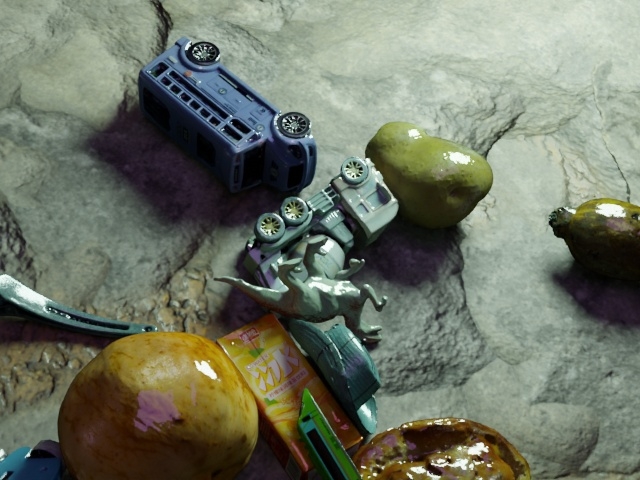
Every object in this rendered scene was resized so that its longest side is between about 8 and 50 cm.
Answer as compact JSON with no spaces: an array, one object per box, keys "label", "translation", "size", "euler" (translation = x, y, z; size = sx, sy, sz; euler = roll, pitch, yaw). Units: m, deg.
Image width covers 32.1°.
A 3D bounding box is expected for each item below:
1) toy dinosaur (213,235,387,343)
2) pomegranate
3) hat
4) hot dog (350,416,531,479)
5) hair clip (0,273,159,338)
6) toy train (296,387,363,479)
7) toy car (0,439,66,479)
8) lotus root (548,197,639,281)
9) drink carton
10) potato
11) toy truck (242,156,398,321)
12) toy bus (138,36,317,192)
[{"label":"toy dinosaur","translation":[-0.025,0.080,1.512],"size":[0.242,0.167,0.053],"euler":[-7,27,-19]},{"label":"pomegranate","translation":[-0.193,0.227,1.349],"size":[0.248,0.248,0.248],"euler":[4,55,-6]},{"label":"hat","translation":[0.037,0.164,1.479],"size":[0.078,0.138,0.191],"euler":[-39,62,2]},{"label":"hot dog","translation":[0.156,0.311,1.403],"size":[0.259,0.114,0.175],"euler":[-10,45,-15]},{"label":"hair clip","translation":[-0.333,0.102,1.521],"size":[0.230,0.070,0.039],"euler":[15,51,-7]},{"label":"toy train","translation":[0.015,0.272,1.356],"size":[0.042,0.044,0.209],"euler":[-29,54,-8]},{"label":"toy car","translation":[-0.382,0.318,1.348],"size":[0.161,0.098,0.126],"euler":[-7,23,19]},{"label":"lotus root","translation":[0.442,-0.001,1.667],"size":[0.210,0.120,0.120],"euler":[17,55,0]},{"label":"drink carton","translation":[-0.045,0.211,1.473],"size":[0.096,0.071,0.223],"euler":[-26,62,-24]},{"label":"potato","translation":[0.155,-0.102,1.673],"size":[0.194,0.157,0.157],"euler":[39,58,10]},{"label":"toy truck","translation":[0.000,0.000,1.608],"size":[0.257,0.108,0.140],"euler":[-35,81,-22]},{"label":"toy bus","translation":[-0.141,-0.174,1.693],"size":[0.292,0.125,0.133],"euler":[40,60,19]}]
